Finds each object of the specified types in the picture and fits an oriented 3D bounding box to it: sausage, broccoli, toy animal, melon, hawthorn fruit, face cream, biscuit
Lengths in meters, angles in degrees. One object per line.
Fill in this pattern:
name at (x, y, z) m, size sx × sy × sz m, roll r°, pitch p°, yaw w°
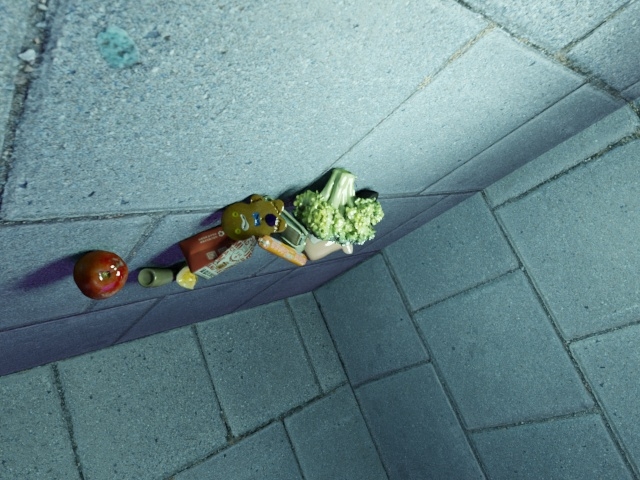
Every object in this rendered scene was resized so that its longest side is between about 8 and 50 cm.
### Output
sausage at (-0.136, 0.042, 1.628) m, size 0.053 × 0.053 × 0.348 m, roll -27°, pitch 155°, yaw 16°
broccoli at (0.058, -0.139, 1.683) m, size 0.348 × 0.293 × 0.280 m, roll 10°, pitch 113°, yaw -20°
toy animal at (0.003, -0.003, 2.163) m, size 0.256 × 0.213 × 0.195 m, roll -29°, pitch 125°, yaw -5°
melon at (-0.601, 0.137, 1.956) m, size 0.128 × 0.079 × 0.160 m, roll 1°, pitch 124°, yaw -49°
hawthorn fruit at (-0.740, 0.112, 1.468) m, size 0.173 × 0.172 × 0.173 m, roll -22°, pitch 167°, yaw -5°
face cream at (-0.698, 0.164, 1.944) m, size 0.137 × 0.084 × 0.341 m, roll -26°, pitch 174°, yaw 4°
biscuit at (-0.242, -0.075, 1.562) m, size 0.236 × 0.179 × 0.039 m, roll -10°, pitch -173°, yaw 0°

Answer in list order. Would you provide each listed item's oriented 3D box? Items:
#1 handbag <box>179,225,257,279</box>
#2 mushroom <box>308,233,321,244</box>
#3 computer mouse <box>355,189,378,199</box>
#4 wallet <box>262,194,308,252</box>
handbag at (-0.390, 0.027, 1.744) m, size 0.298 × 0.151 × 0.171 m, roll -26°, pitch 163°, yaw 0°
mushroom at (0.039, -0.097, 1.899) m, size 0.270 × 0.103 × 0.118 m, roll -47°, pitch -163°, yaw 3°
computer mouse at (0.199, -0.182, 2.031) m, size 0.147 × 0.088 × 0.264 m, roll -41°, pitch 168°, yaw -5°
wallet at (-0.152, -0.043, 1.736) m, size 0.077 × 0.223 × 0.309 m, roll -44°, pitch 174°, yaw -17°
